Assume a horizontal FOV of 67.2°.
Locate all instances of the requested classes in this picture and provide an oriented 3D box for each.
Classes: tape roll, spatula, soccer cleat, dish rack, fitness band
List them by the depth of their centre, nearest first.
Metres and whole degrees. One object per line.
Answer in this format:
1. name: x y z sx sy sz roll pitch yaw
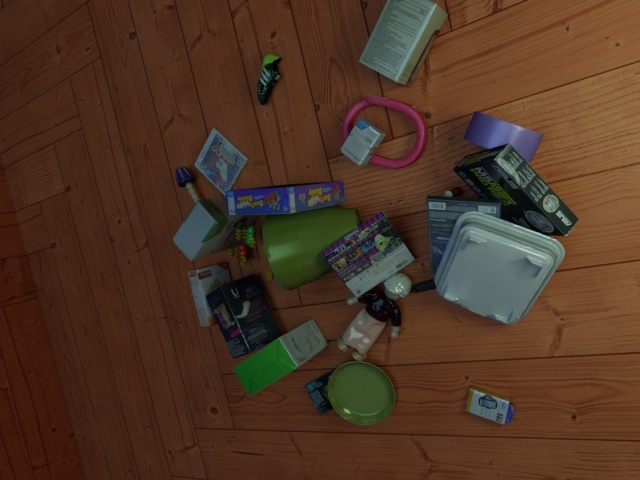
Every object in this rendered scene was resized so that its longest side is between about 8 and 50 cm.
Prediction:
1. tape roll: 0.490 -0.280 1.296 0.189 0.189 0.080 29 111 23
2. dish rack: 0.477 0.097 1.344 0.286 0.072 0.332 22 136 14
3. spatula: 0.412 0.113 1.501 0.297 0.030 0.084 -23 90 32
4. fitness band: 0.200 -0.345 1.537 0.291 0.054 0.208 23 112 26
5. soccer cleat: -0.182 -0.570 1.712 0.073 0.060 0.178 17 104 25

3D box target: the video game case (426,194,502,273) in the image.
1. video game case: 0.406 -0.003 1.372 0.196 0.026 0.274 6 131 24

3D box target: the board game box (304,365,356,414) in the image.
1. board game box: 0.038 0.560 1.798 0.186 0.026 0.126 -36 80 30

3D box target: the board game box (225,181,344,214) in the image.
1. board game box: -0.104 -0.141 1.572 0.234 0.347 0.077 1 99 30

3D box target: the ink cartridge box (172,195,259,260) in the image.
1. ink cartridge box: -0.375 -0.056 1.786 0.117 0.278 0.201 46 117 12

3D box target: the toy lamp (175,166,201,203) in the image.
1. toy lamp: -0.509 -0.174 1.960 0.080 0.080 0.274 -31 83 30

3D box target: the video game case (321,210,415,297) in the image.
1. video game case: 0.153 0.049 1.522 0.232 0.041 0.210 -35 122 8

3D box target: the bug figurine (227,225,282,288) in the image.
1. bug figurine: -0.217 0.057 1.807 0.279 0.072 0.216 29 135 19

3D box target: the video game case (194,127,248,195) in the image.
1. video game case: -0.395 -0.309 1.900 0.201 0.023 0.183 43 117 17

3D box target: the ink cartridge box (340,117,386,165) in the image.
1. ink cartridge box: 0.133 -0.310 1.522 0.088 0.052 0.122 42 118 17

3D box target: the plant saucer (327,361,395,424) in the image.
1. plant saucer: 0.146 0.533 1.701 0.241 0.037 0.240 3 101 15

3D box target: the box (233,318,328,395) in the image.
1. box: -0.139 0.426 1.758 0.262 0.231 0.126 -38 80 30

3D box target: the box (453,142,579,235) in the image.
1. box: 0.500 -0.124 1.257 0.270 0.216 0.060 43 84 -10

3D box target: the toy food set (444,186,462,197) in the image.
1. toy food set: 0.422 -0.109 1.414 0.232 0.105 0.111 -36 80 30

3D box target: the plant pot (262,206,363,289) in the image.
1. plant pot: 0.000 0.000 1.610 0.294 0.275 0.274 -16 91 15

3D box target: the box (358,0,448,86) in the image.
1. box: 0.242 -0.596 1.421 0.149 0.127 0.232 37 114 20

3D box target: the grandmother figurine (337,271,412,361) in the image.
1. grandmother figurine: 0.184 0.244 1.624 0.208 0.104 0.342 31 112 -8

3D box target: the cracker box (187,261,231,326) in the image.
1. cracker box: -0.427 0.214 1.928 0.067 0.156 0.232 -11 93 39

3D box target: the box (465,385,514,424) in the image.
1. box: 0.530 0.517 1.506 0.136 0.028 0.081 13 105 25

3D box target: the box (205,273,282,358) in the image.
1. box: -0.294 0.289 1.847 0.143 0.165 0.270 -31 82 47
